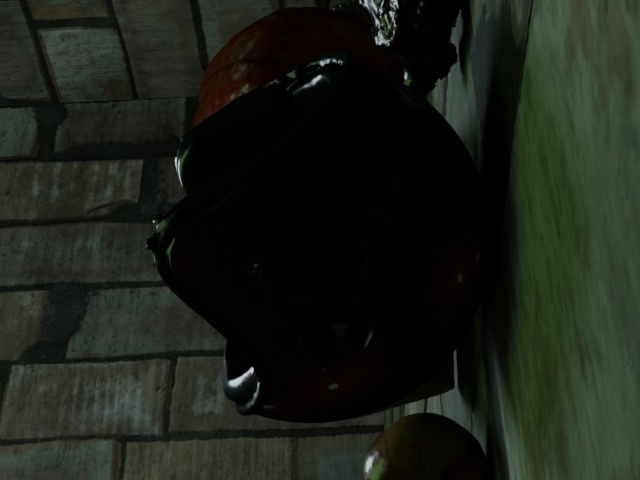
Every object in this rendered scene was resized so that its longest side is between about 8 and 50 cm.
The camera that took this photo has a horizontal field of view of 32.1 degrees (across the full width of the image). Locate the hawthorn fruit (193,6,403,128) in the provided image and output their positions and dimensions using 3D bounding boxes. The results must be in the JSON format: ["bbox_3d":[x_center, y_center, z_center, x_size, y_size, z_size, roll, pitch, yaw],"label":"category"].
[{"bbox_3d":[-0.015,-0.125,1.175,0.261,0.258,0.258,104,168,-52],"label":"hawthorn fruit"}]

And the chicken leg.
[{"bbox_3d":[0.057,-0.201,0.708,0.105,0.063,0.233,-123,24,-52],"label":"chicken leg"}]

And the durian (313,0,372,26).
[{"bbox_3d":[0.037,-0.205,1.362,0.159,0.146,0.198,-50,-33,-66],"label":"durian"}]

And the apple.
[{"bbox_3d":[0.066,0.148,0.696,0.071,0.084,0.084,-64,-27,-70],"label":"apple"}]

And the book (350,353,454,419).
[{"bbox_3d":[0.055,0.024,0.807,0.168,0.013,0.192,0,-93,-59],"label":"book"}]

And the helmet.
[{"bbox_3d":[0.000,0.000,0.637,0.189,0.193,0.215,-101,25,-69],"label":"helmet"}]
